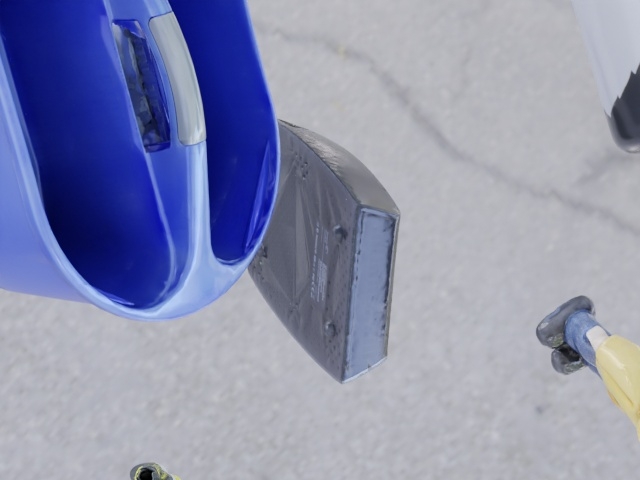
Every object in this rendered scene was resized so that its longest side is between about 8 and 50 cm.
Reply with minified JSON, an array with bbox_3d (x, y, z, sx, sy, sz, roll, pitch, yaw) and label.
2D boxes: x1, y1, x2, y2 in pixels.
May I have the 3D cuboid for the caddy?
[{"bbox_3d":[-0.151,-0.110,1.280,0.241,0.179,0.341,-28,110,-43],"label":"caddy"}]

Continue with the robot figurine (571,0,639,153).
[{"bbox_3d":[0.262,-0.162,1.257,0.173,0.209,0.278,-15,89,-43],"label":"robot figurine"}]

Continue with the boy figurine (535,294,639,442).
[{"bbox_3d":[0.357,0.181,2.058,0.177,0.092,0.285,59,-3,-37],"label":"boy figurine"}]

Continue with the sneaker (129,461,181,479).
[{"bbox_3d":[-0.167,0.229,1.760,0.035,0.083,0.031,30,76,-31],"label":"sneaker"}]

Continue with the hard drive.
[{"bbox_3d":[0.000,0.000,1.526,0.054,0.172,0.255,-3,20,-20],"label":"hard drive"}]
